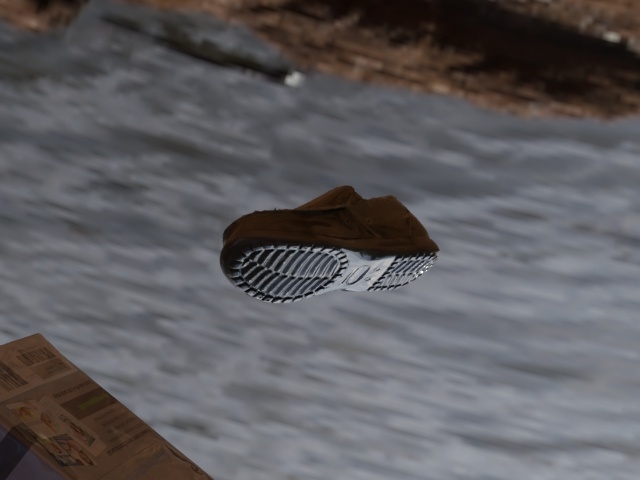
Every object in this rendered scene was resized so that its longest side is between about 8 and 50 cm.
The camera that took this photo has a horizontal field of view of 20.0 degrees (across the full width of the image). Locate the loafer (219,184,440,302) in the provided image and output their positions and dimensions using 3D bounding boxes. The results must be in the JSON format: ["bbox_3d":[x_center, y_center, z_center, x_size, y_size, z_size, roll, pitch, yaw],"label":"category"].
[{"bbox_3d":[0.000,0.000,0.993,0.148,0.050,0.056,5,139,-45],"label":"loafer"}]

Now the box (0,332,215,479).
[{"bbox_3d":[-0.100,0.123,0.887,0.186,0.038,0.145,38,-171,5],"label":"box"}]
